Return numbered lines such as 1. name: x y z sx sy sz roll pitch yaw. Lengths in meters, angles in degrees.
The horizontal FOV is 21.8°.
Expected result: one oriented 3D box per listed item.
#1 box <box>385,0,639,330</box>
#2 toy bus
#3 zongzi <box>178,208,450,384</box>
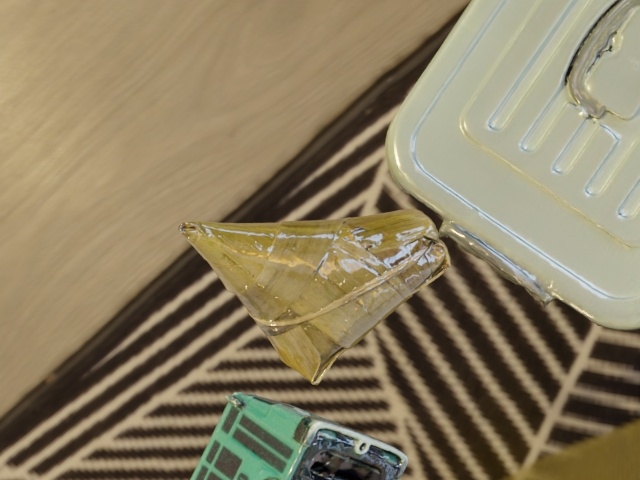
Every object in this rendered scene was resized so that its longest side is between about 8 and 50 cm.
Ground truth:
1. box: 0.079 -0.040 0.429 0.084 0.069 0.122 35 90 9
2. toy bus: -0.052 0.254 1.360 0.147 0.128 0.256 26 90 49
3. zongzi: 0.000 0.000 1.246 0.160 0.078 0.176 -41 122 -9
